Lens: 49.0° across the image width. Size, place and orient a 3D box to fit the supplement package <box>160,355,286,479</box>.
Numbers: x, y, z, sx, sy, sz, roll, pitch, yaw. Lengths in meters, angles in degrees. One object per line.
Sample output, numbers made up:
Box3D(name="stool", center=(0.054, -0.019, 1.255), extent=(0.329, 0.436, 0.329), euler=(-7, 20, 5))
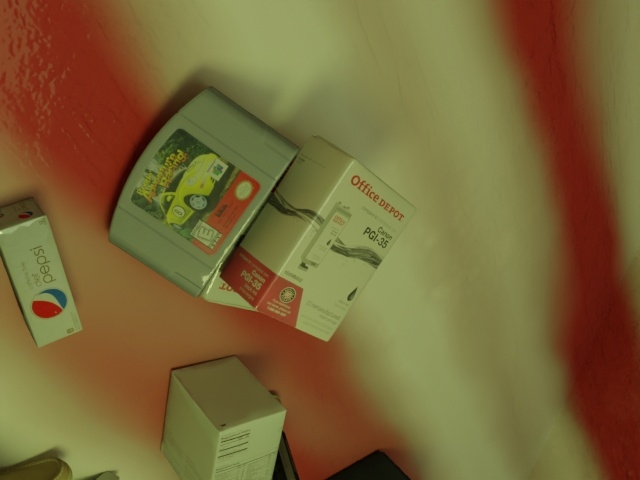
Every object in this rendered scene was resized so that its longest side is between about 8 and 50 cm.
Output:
Box3D(name="supplement package", center=(-0.191, 0.369, 1.351), extent=(0.149, 0.194, 0.203), euler=(-8, 121, -38))

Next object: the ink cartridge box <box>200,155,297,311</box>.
Box3D(name="ink cartridge box", center=(-0.102, -0.022, 1.238), extent=(0.197, 0.114, 0.273), euler=(18, 102, -45))

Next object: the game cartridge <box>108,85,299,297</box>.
Box3D(name="game cartridge", center=(-0.194, -0.079, 1.096), extent=(0.196, 0.060, 0.294), euler=(34, 98, -4))

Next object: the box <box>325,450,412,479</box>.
Box3D(name="box", center=(0.047, 0.887, 1.807), extent=(0.479, 0.297, 0.472), euler=(-20, 125, -29))

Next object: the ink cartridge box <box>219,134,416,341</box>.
Box3D(name="ink cartridge box", center=(0.000, 0.000, 1.169), extent=(0.207, 0.117, 0.283), euler=(32, 93, -46))

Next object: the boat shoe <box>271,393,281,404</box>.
Box3D(name="boat shoe", center=(-0.147, 0.416, 1.504), extent=(0.190, 0.072, 0.068), euler=(-46, 136, -7))

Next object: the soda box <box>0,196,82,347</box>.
Box3D(name="soda box", center=(-0.426, 0.050, 1.050), extent=(0.073, 0.069, 0.216), euler=(-23, 128, -26))

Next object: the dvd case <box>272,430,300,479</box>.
Box3D(name="dvd case", center=(-0.159, 0.510, 1.446), extent=(0.238, 0.179, 0.030), euler=(-36, 114, 0))

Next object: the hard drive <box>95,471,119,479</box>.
Box3D(name="hard drive", center=(-0.474, 0.612, 1.310), extent=(0.203, 0.040, 0.308), euler=(-36, 146, -68))

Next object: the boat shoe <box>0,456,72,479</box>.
Box3D(name="boat shoe", center=(-0.561, 0.431, 1.150), extent=(0.302, 0.109, 0.098), euler=(-21, 121, -29))
